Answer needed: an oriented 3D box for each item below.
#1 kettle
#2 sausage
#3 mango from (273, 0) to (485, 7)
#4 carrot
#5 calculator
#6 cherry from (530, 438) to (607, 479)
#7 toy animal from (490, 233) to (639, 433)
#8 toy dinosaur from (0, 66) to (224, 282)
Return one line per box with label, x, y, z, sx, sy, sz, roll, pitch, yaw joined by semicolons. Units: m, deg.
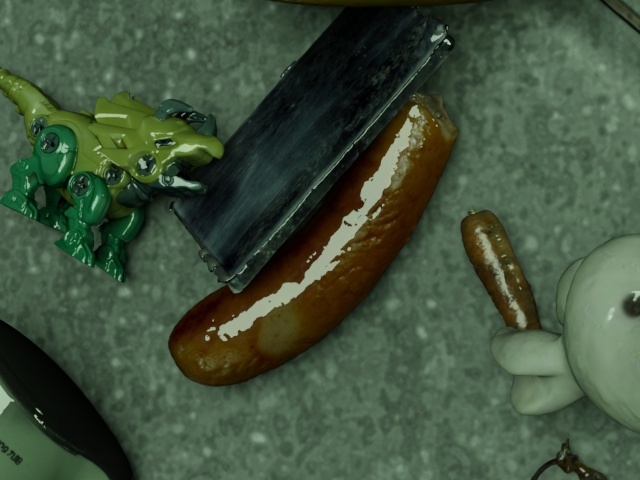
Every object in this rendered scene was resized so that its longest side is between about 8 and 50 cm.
kettle;-0.290;0.207;1.439;0.255;0.165;0.240;-41;102;3
sausage;0.003;0.004;1.413;0.103;0.076;0.302;40;93;15
mango;0.077;-0.285;1.374;0.365;0.182;0.253;-20;53;16
carrot;0.150;0.050;1.387;0.036;0.035;0.165;-26;78;11
calculator;-0.010;-0.089;1.413;0.261;0.021;0.161;-48;32;5
cherry;0.143;0.260;1.333;0.225;0.090;0.107;-47;60;-4
toy animal;0.285;0.087;1.245;0.310;0.247;0.183;23;69;3
toy dinosaur;-0.205;-0.070;1.483;0.259;0.094;0.153;24;85;27
